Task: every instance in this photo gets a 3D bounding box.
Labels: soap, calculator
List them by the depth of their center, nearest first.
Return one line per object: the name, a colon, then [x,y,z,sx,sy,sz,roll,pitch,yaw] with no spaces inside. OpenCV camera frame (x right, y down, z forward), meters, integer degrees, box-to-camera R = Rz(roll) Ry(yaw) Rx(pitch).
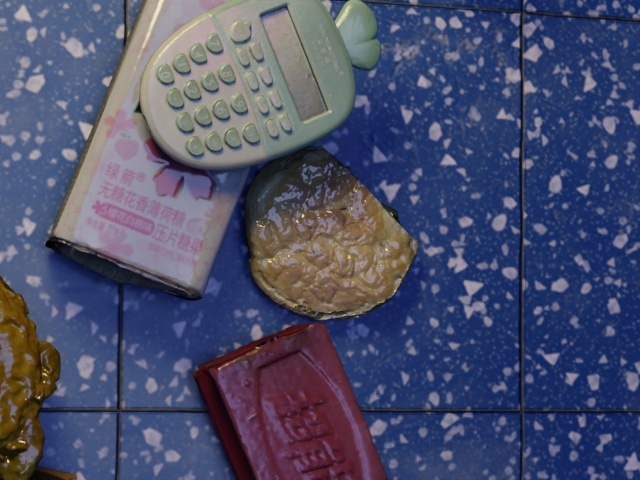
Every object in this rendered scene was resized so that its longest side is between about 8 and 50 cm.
calculator: [-0.063,-0.185,1.818,0.295,0.042,0.184,-24,98,-18]
soap: [-0.025,0.230,1.882,0.162,0.099,0.250,-25,93,-23]

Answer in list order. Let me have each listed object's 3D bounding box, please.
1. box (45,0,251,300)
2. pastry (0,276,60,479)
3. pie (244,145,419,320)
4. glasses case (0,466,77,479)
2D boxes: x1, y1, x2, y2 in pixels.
box: [-0.164,-0.123,1.858,0.190,0.112,0.369,21,80,-12]
pastry: [-0.409,0.138,1.760,0.235,0.132,0.240,17,76,-24]
pie: [0.001,0.000,1.925,0.218,0.052,0.185,47,75,-10]
glasses case: [-0.361,0.276,1.812,0.170,0.041,0.064,15,82,-13]
